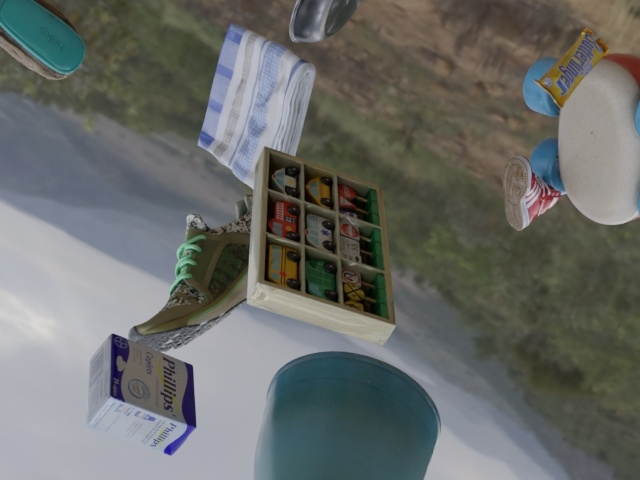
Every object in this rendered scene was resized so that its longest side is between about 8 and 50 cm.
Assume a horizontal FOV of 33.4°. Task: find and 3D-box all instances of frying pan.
[{"bbox_3d":[0.019,-0.360,1.395,0.053,0.197,0.326,34,176,9],"label":"frying pan"}]

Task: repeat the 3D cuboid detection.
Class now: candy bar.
[{"bbox_3d":[0.264,-0.181,1.115,0.040,0.161,0.018,44,134,3],"label":"candy bar"}]

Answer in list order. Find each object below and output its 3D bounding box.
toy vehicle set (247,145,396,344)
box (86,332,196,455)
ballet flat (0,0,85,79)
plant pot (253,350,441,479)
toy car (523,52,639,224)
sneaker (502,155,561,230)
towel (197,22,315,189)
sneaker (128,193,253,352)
[{"bbox_3d":[0.000,0.000,1.272,0.166,0.035,0.266,18,-144,-15],"label":"toy vehicle set"},{"bbox_3d":[-0.249,0.215,1.488,0.137,0.072,0.126,26,-150,-27],"label":"box"},{"bbox_3d":[-0.468,-0.348,1.465,0.124,0.116,0.342,16,161,42],"label":"ballet flat"},{"bbox_3d":[0.019,0.344,1.538,0.272,0.255,0.271,9,131,11],"label":"plant pot"},{"bbox_3d":[0.415,-0.147,1.321,0.219,0.238,0.210,27,133,51],"label":"toy car"},{"bbox_3d":[0.262,-0.071,1.313,0.042,0.067,0.118,44,157,35],"label":"sneaker"},{"bbox_3d":[-0.100,-0.190,1.543,0.034,0.209,0.285,6,-161,-30],"label":"towel"},{"bbox_3d":[-0.203,0.049,1.843,0.182,0.410,0.158,52,136,1],"label":"sneaker"}]
